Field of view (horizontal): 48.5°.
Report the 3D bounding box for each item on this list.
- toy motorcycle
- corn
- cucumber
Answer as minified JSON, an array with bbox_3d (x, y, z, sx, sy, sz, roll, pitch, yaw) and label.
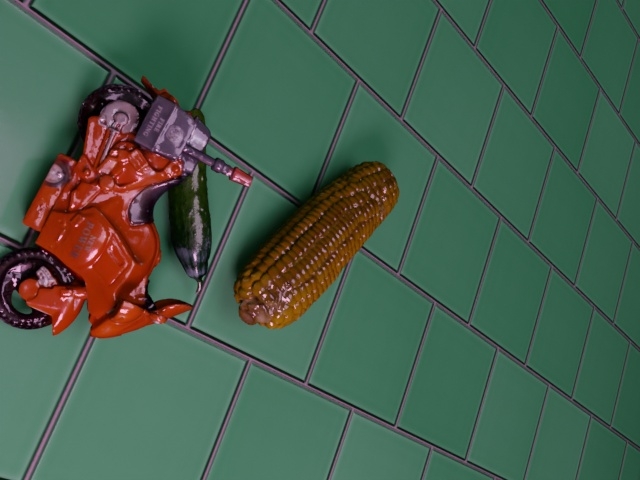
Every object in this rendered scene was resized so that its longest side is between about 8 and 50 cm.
[{"bbox_3d":[-0.225,-0.021,0.842,0.221,0.147,0.326,28,81,-17],"label":"toy motorcycle"},{"bbox_3d":[0.000,0.000,1.075,0.363,0.120,0.121,-45,120,-37],"label":"corn"},{"bbox_3d":[-0.174,-0.050,0.948,0.056,0.056,0.250,-4,92,-43],"label":"cucumber"}]
